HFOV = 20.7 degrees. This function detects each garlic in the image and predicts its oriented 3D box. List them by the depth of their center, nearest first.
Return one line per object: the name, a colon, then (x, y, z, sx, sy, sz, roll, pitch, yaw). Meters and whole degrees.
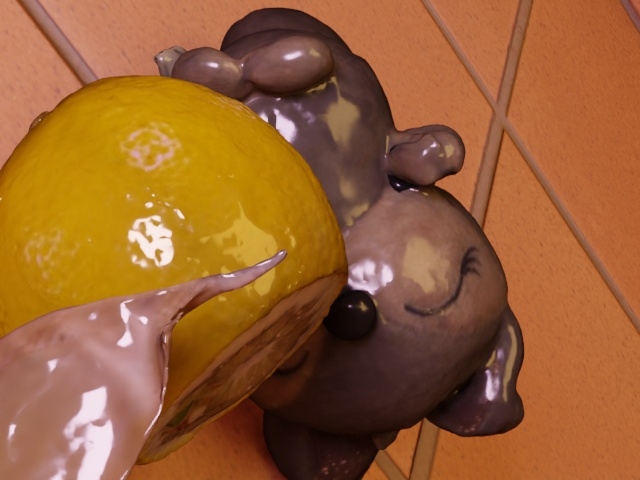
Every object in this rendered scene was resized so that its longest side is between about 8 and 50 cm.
garlic: (-0.145, 0.154, 0.956, 0.151, 0.196, 0.338, 47, 58, -48)

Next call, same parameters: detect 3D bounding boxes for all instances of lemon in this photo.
lemon: (-0.116, 0.007, 1.132, 0.219, 0.240, 0.240, 49, 25, 11)

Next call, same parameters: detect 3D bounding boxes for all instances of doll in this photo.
doll: (0.033, -0.011, 1.393, 0.382, 0.252, 0.378, 69, 24, -13)
